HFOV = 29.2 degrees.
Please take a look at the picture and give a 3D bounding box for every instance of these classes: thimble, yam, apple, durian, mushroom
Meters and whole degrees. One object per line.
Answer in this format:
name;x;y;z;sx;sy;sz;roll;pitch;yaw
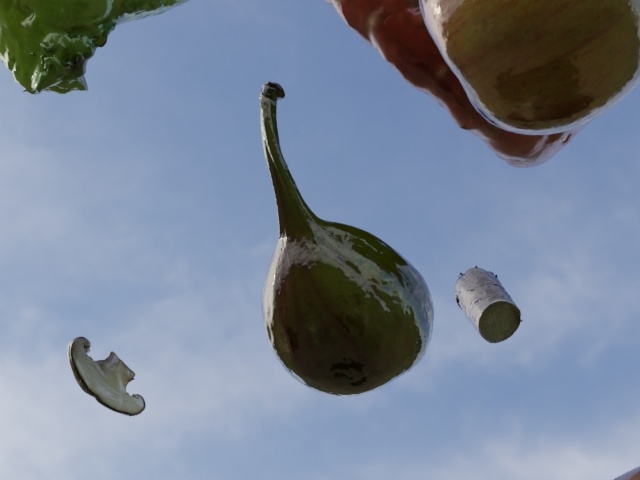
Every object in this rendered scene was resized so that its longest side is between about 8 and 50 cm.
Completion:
thimble;0.156;-0.243;1.167;0.230;0.350;0.350;-46;-57;11
yam;0.257;0.098;1.888;0.079;0.141;0.079;-3;-71;-9
apple;0.074;-0.076;0.404;0.071;0.084;0.084;-33;-51;19
durian;-0.254;-0.337;1.341;0.256;0.339;0.204;-16;9;-31
mushroom;-0.208;0.134;1.189;0.101;0.049;0.019;50;-31;-15

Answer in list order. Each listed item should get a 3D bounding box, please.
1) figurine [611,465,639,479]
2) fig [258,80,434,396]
figurine;0.139;0.231;0.321;0.277;0.388;0.248;-1;-29;-31
fig;0.000;0.000;0.882;0.124;0.124;0.236;-14;-75;23
